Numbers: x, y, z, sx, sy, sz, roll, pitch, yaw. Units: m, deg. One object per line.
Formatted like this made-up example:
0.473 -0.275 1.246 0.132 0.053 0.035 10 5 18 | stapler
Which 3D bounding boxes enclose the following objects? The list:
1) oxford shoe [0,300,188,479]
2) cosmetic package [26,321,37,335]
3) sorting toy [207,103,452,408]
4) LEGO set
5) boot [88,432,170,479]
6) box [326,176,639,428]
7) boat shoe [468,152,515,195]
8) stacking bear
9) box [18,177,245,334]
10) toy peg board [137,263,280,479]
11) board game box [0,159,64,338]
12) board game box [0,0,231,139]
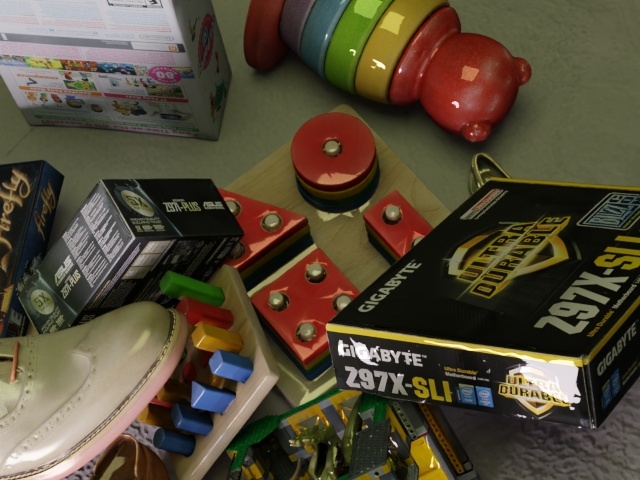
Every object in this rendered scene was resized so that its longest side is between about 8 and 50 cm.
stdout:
-0.308 0.151 1.634 0.397 0.146 0.140 -30 30 16 | oxford shoe
-0.304 0.132 1.781 0.060 0.041 0.115 3 64 9 | cosmetic package
0.000 0.000 1.782 0.257 0.089 0.255 -37 65 -11 | sorting toy
0.034 0.264 1.563 0.255 0.331 0.192 -29 102 5 | LEGO set
-0.193 0.286 1.628 0.073 0.152 0.197 5 65 9 | boot
0.198 0.046 1.583 0.257 0.079 0.322 8 30 33 | box
0.204 -0.026 1.792 0.056 0.048 0.153 -29 64 -7 | boat shoe
0.080 -0.211 1.846 0.289 0.164 0.175 32 72 15 | stacking bear
-0.188 0.025 1.716 0.147 0.180 0.077 -3 52 -46 | box
-0.133 0.123 1.672 0.161 0.079 0.161 -54 37 24 | toy peg board
-0.369 0.038 1.807 0.165 0.042 0.243 -5 61 27 | board game box
-0.229 -0.223 1.800 0.224 0.303 0.098 6 64 9 | board game box
